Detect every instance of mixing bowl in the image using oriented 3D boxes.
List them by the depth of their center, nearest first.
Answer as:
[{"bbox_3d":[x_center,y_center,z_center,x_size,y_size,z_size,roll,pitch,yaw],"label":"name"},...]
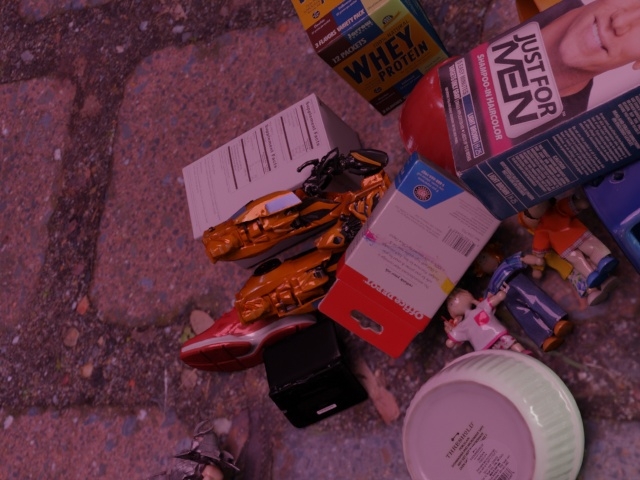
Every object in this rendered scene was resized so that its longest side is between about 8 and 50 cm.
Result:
[{"bbox_3d":[0.198,-0.181,1.335,0.181,0.098,0.181,0,61,0],"label":"mixing bowl"}]

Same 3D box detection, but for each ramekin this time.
[{"bbox_3d":[0.193,0.234,1.166,0.207,0.109,0.207,1,91,31],"label":"ramekin"}]

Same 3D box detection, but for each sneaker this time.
[{"bbox_3d":[-0.105,0.111,1.479,0.221,0.087,0.128,-14,54,14],"label":"sneaker"}]

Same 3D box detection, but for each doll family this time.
[{"bbox_3d":[0.266,0.045,1.255,0.163,0.118,0.263,52,119,30],"label":"doll family"}]

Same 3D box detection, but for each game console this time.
[{"bbox_3d":[-0.009,0.186,1.388,0.122,0.107,0.071,-28,23,21],"label":"game console"}]

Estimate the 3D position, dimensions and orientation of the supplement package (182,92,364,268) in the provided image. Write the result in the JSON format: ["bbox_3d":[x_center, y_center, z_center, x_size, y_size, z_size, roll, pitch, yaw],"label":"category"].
[{"bbox_3d":[-0.063,-0.084,1.482,0.244,0.139,0.134,-27,57,21],"label":"supplement package"}]

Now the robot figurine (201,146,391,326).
[{"bbox_3d":[0.000,0.000,1.355,0.291,0.211,0.085,-23,19,6],"label":"robot figurine"}]

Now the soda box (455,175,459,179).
[{"bbox_3d":[0.173,-0.083,1.382,0.061,0.058,0.181,-25,59,21],"label":"soda box"}]

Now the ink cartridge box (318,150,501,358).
[{"bbox_3d":[0.111,0.020,1.274,0.134,0.078,0.231,33,104,-6],"label":"ink cartridge box"}]

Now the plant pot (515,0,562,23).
[{"bbox_3d":[0.371,-0.267,1.261,0.188,0.205,0.205,-21,59,6],"label":"plant pot"}]

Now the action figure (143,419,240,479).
[{"bbox_3d":[-0.200,0.383,1.370,0.185,0.099,0.285,-32,38,64],"label":"action figure"}]

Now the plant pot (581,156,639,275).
[{"bbox_3d":[0.409,-0.096,1.136,0.236,0.236,0.212,-39,48,13],"label":"plant pot"}]

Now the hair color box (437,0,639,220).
[{"bbox_3d":[0.303,-0.177,1.041,0.347,0.105,0.174,-26,46,25],"label":"hair color box"}]

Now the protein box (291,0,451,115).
[{"bbox_3d":[0.066,-0.332,1.463,0.136,0.201,0.200,-33,56,17],"label":"protein box"}]
